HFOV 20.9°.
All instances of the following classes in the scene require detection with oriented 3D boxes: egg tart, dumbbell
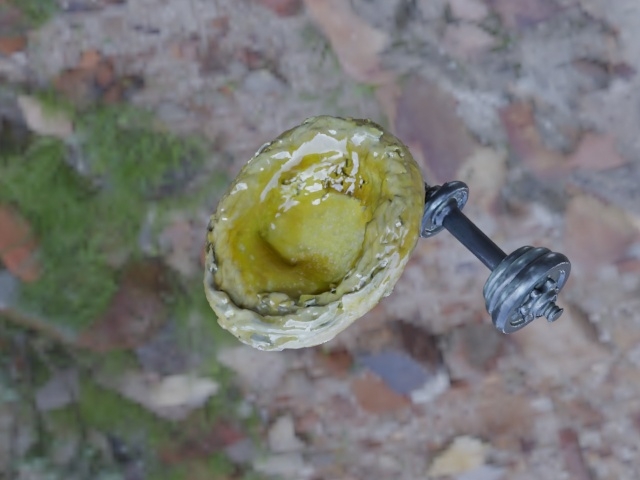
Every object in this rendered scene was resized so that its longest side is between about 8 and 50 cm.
[{"bbox_3d":[0.000,0.000,1.905,0.288,0.288,0.118,-20,144,17],"label":"egg tart"},{"bbox_3d":[0.172,0.002,1.922,0.110,0.254,0.110,-37,156,-20],"label":"dumbbell"}]
